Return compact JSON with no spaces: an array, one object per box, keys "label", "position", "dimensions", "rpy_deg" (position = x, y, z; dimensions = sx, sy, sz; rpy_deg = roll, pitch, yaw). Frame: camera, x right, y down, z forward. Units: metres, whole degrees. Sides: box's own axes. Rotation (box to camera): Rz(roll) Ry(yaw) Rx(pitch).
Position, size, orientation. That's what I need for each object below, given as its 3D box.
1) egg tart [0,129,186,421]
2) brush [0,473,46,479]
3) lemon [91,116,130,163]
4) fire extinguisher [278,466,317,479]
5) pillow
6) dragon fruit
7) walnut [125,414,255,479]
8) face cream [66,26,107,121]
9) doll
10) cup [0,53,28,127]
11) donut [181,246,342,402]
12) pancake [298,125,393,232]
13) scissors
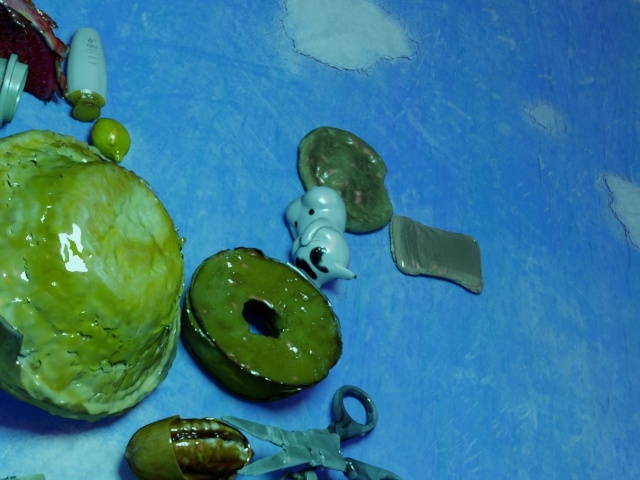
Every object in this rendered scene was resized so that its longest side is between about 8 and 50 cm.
[{"label":"egg tart","position":[-0.326,0.035,1.563],"dimensions":[0.443,0.178,0.443],"rpy_deg":[35,44,-42]},{"label":"brush","position":[-0.400,0.322,1.479],"dimensions":[0.083,0.013,0.016],"rpy_deg":[8,43,-54]},{"label":"lemon","position":[-0.351,-0.166,1.845],"dimensions":[0.065,0.065,0.092],"rpy_deg":[-10,61,-39]},{"label":"fire extinguisher","position":[-0.033,0.446,1.609],"dimensions":[0.118,0.093,0.294],"rpy_deg":[33,44,-32]},{"label":"pillow","position":[0.227,0.023,2.142],"dimensions":[0.211,0.034,0.135],"rpy_deg":[16,55,-24]},{"label":"dragon fruit","position":[-0.506,-0.359,1.805],"dimensions":[0.274,0.161,0.126],"rpy_deg":[28,49,-14]},{"label":"walnut","position":[-0.182,0.307,1.588],"dimensions":[0.207,0.116,0.116],"rpy_deg":[11,54,-34]},{"label":"face cream","position":[-0.403,-0.288,1.904],"dimensions":[0.072,0.051,0.182],"rpy_deg":[13,52,-29]},{"label":"doll","position":[-0.002,-0.007,1.946],"dimensions":[0.107,0.110,0.181],"rpy_deg":[30,43,-37]},{"label":"cup","position":[-0.542,-0.250,1.739],"dimensions":[0.141,0.120,0.120],"rpy_deg":[17,51,-15]},{"label":"donut","position":[-0.105,0.142,1.777],"dimensions":[0.272,0.107,0.272],"rpy_deg":[20,45,-21]},{"label":"pancake","position":[0.053,-0.120,2.113],"dimensions":[0.222,0.042,0.236],"rpy_deg":[30,48,-18]},{"label":"scissors","position":[-0.002,0.322,1.681],"dimensions":[0.383,0.029,0.256],"rpy_deg":[14,42,-49]}]
